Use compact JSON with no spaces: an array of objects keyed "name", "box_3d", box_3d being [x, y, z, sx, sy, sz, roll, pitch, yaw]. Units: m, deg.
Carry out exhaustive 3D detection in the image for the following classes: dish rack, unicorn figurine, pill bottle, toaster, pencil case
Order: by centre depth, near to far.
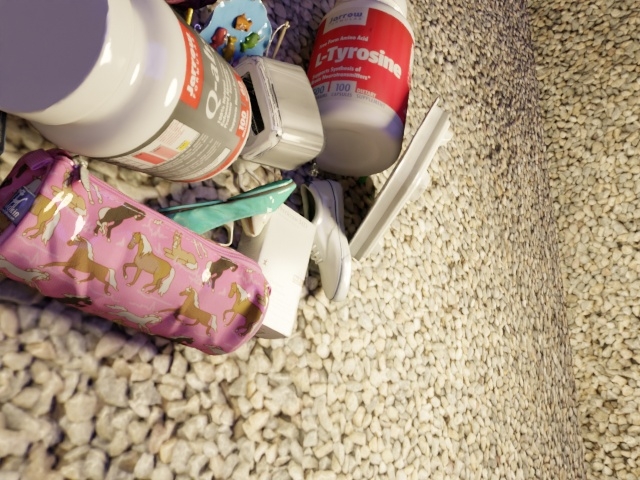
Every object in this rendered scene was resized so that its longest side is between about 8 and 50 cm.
[{"name":"pill bottle","box_3d":[-0.237,-0.196,0.653,0.363,0.210,0.210,4,75,-80]},{"name":"pencil case","box_3d":[-0.250,0.033,0.721,0.386,0.167,0.160,35,49,-37]},{"name":"toaster","box_3d":[-0.087,-0.219,0.925,0.146,0.129,0.227,-1,73,-53]},{"name":"unicorn figurine","box_3d":[-0.132,-0.145,0.980,0.111,0.060,0.162,59,30,-5]},{"name":"dish rack","box_3d":[0.167,-0.111,1.096,0.072,0.333,0.285,31,51,1]},{"name":"pill bottle","box_3d":[0.085,-0.365,1.136,0.229,0.229,0.408,31,58,-38]}]

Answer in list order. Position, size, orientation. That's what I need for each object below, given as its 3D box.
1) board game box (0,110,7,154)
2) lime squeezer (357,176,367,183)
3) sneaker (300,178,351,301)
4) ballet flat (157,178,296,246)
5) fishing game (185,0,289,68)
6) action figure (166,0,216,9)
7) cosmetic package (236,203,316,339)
[{"name":"board game box","box_3d":[-0.478,-0.236,0.637,0.165,0.042,0.243,8,74,-46]},{"name":"lime squeezer","box_3d":[0.150,-0.274,1.325,0.109,0.059,0.310,10,71,-13]},{"name":"sneaker","box_3d":[0.000,0.000,1.069,0.091,0.094,0.258,-1,77,-26]},{"name":"ballet flat","box_3d":[-0.150,-0.039,0.878,0.247,0.083,0.087,-17,101,-25]},{"name":"fishing game","box_3d":[-0.148,-0.346,0.933,0.041,0.189,0.264,37,29,19]},{"name":"action figure","box_3d":[-0.240,-0.423,0.834,0.370,0.248,0.276,-47,154,-69]},{"name":"cosmetic package","box_3d":[-0.093,0.052,0.944,0.117,0.085,0.231,33,58,-37]}]
